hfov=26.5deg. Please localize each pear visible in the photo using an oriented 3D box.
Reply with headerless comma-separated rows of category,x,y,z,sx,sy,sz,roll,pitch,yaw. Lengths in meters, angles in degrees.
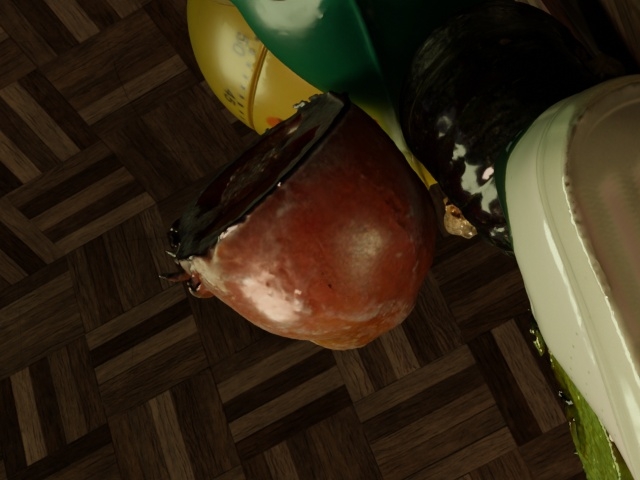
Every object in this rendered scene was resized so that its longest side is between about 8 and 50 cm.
pear,0.350,0.171,1.463,0.255,0.164,0.238,-112,2,-79

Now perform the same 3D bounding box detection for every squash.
squash,0.140,-0.069,0.909,0.193,0.156,0.193,-22,-90,-76

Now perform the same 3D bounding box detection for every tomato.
tomato,0.000,0.000,0.968,0.155,0.181,0.214,43,-173,-12

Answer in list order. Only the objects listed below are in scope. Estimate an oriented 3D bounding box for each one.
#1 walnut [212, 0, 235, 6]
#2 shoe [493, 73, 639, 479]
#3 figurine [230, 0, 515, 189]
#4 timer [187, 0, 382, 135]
walnut,-0.053,-0.389,1.370,0.253,0.277,0.282,-82,-22,-49
shoe,0.201,0.082,0.765,0.363,0.132,0.160,63,169,-9
figurine,0.037,-0.213,1.053,0.340,0.231,0.323,44,-146,-69
timer,0.046,-0.258,1.635,0.387,0.376,0.376,27,-179,10
